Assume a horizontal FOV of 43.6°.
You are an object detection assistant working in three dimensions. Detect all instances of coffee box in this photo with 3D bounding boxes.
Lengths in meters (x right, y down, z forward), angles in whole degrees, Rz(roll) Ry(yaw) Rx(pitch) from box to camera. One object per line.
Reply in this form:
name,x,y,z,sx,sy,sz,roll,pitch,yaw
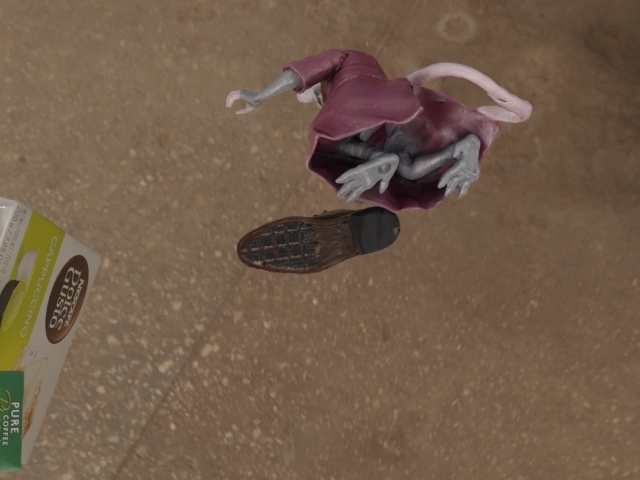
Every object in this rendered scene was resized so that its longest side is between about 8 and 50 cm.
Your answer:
coffee box,-0.412,0.194,0.847,0.184,0.040,0.113,6,73,-38
coffee box,-0.553,0.099,1.095,0.338,0.334,0.337,15,78,6

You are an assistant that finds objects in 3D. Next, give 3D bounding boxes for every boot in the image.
boot,0.000,0.000,1.093,0.219,0.106,0.082,-9,92,4

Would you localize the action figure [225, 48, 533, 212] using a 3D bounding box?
action figure,0.054,-0.191,1.064,0.275,0.248,0.370,-50,32,19
